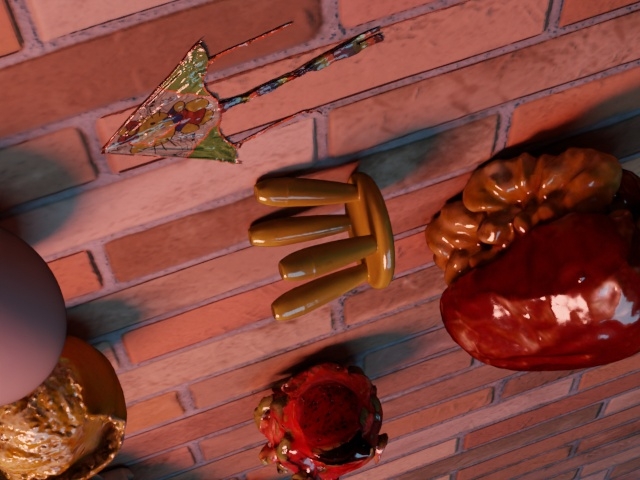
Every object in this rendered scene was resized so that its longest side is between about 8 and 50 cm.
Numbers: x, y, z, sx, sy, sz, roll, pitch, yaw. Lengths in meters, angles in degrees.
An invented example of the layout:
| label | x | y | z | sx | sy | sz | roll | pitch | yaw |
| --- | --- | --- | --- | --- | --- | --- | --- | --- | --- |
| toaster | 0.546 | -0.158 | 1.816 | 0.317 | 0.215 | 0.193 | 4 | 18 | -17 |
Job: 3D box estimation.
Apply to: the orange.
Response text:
| label | x | y | z | sx | sy | sz | roll | pitch | yaw |
| --- | --- | --- | --- | --- | --- | --- | --- | --- | --- |
| orange | -0.258 | 0.169 | 1.346 | 0.156 | 0.134 | 0.156 | -53 | 158 | -33 |

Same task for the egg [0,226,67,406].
| label | x | y | z | sx | sy | sz | roll | pitch | yaw |
| --- | --- | --- | --- | --- | --- | --- | --- | --- | --- |
| egg | -0.282 | 0.057 | 1.105 | 0.146 | 0.146 | 0.199 | -22 | 148 | 0 |

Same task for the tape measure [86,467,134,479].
| label | x | y | z | sx | sy | sz | roll | pitch | yaw |
| --- | --- | --- | --- | --- | --- | --- | --- | --- | --- |
| tape measure | -0.354 | 0.364 | 1.692 | 0.243 | 0.125 | 0.246 | -32 | 157 | 7 |

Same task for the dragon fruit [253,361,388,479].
| label | x | y | z | sx | sy | sz | roll | pitch | yaw |
| --- | --- | --- | --- | --- | --- | --- | --- | --- | --- |
| dragon fruit | -0.001 | 0.232 | 1.681 | 0.166 | 0.160 | 0.172 | -60 | 170 | -21 |

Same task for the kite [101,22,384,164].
| label | x | y | z | sx | sy | sz | roll | pitch | yaw |
| --- | --- | --- | --- | --- | --- | --- | --- | --- | --- |
| kite | -0.061 | -0.112 | 1.112 | 0.244 | 0.006 | 0.198 | -22 | 155 | 0 |

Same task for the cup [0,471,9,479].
| label | x | y | z | sx | sy | sz | roll | pitch | yaw |
| --- | --- | --- | --- | --- | --- | --- | --- | --- | --- |
| cup | -0.380 | 0.256 | 1.466 | 0.202 | 0.255 | 0.173 | -34 | 110 | 21 |

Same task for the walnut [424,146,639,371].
| label | x | y | z | sx | sy | sz | roll | pitch | yaw |
| --- | --- | --- | --- | --- | --- | --- | --- | --- | --- |
| walnut | 0.228 | 0.024 | 1.407 | 0.244 | 0.222 | 0.269 | 39 | 131 | -26 |

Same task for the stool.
| label | x | y | z | sx | sy | sz | roll | pitch | yaw |
| --- | --- | --- | --- | --- | --- | --- | --- | --- | --- |
| stool | 0.000 | 0.000 | 1.268 | 0.110 | 0.134 | 0.135 | -13 | 109 | -15 |
